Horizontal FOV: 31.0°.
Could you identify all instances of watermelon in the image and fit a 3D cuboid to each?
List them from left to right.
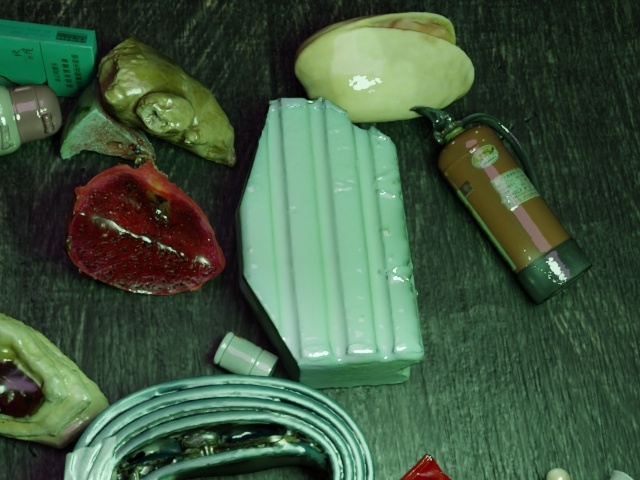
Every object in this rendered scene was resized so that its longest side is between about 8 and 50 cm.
[{"bbox_3d":[-0.342,-0.198,1.885,0.158,0.121,0.097,7,49,-7],"label":"watermelon"}]

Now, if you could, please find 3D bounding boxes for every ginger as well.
[{"bbox_3d":[-0.236,-0.217,1.863,0.270,0.219,0.123,30,109,-11],"label":"ginger"}]

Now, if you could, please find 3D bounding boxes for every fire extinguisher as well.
[{"bbox_3d":[0.301,-0.079,1.911,0.113,0.200,0.376,-39,79,23],"label":"fire extinguisher"}]

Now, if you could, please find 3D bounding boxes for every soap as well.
[{"bbox_3d":[0.000,0.000,1.811,0.262,0.156,0.446,-4,69,-7],"label":"soap"}]

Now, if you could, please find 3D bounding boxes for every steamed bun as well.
[{"bbox_3d":[-0.543,0.184,1.670,0.428,0.189,0.247,36,76,8],"label":"steamed bun"}]

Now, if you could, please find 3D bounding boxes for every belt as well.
[{"bbox_3d":[-0.144,0.351,1.643,0.437,0.173,0.300,-5,71,-8],"label":"belt"}]

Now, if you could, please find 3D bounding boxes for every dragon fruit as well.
[{"bbox_3d":[-0.289,-0.029,1.819,0.262,0.134,0.211,25,46,-26],"label":"dragon fruit"}]

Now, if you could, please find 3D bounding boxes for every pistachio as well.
[{"bbox_3d":[0.101,-0.293,1.924,0.299,0.187,0.187,-11,69,-13],"label":"pistachio"}]

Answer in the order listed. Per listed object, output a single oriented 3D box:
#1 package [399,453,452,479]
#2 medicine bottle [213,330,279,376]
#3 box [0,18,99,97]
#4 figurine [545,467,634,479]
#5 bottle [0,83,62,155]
[{"bbox_3d":[0.206,0.416,1.735,0.200,0.022,0.083,43,70,13],"label":"package"},{"bbox_3d":[-0.115,0.184,1.777,0.089,0.057,0.057,27,68,6],"label":"medicine bottle"},{"bbox_3d":[-0.476,-0.296,1.879,0.227,0.161,0.042,6,63,-4],"label":"box"},{"bbox_3d":[0.404,0.414,1.691,0.276,0.133,0.200,-14,63,-16],"label":"figurine"},{"bbox_3d":[-0.544,-0.189,1.854,0.253,0.120,0.120,-13,70,-13],"label":"bottle"}]
